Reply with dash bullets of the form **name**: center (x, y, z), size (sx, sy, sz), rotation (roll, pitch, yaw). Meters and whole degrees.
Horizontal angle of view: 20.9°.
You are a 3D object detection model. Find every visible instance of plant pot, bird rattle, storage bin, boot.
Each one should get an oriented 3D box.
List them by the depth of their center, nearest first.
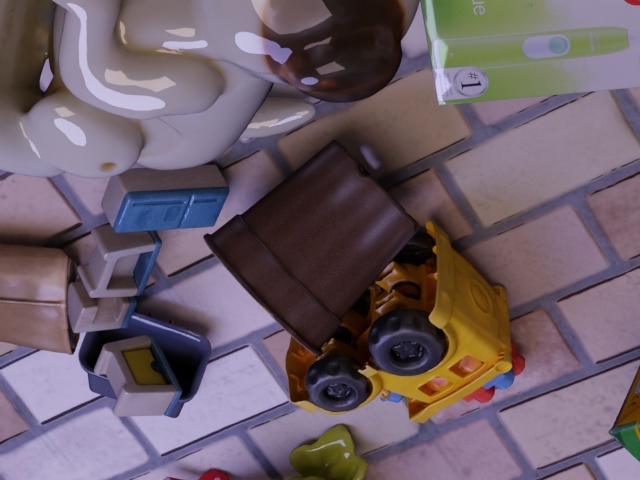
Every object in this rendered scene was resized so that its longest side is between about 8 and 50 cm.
- **plant pot**: center (0.000, 0.000, 1.725), size (0.165, 0.167, 0.167), rotation (-43, 107, 2)
- **boot**: center (-0.397, 0.010, 1.873), size (0.270, 0.089, 0.236), rotation (7, 133, 7)
- **storage bin**: center (-0.194, 0.136, 1.911), size (0.135, 0.098, 0.091), rotation (18, 151, -1)
- **bird rattle**: center (-0.068, 0.300, 1.925), size (0.254, 0.207, 0.143), rotation (-7, 102, 5)

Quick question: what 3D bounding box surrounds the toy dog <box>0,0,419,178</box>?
- **toy dog**: center (-0.095, -0.191, 1.519), size (0.395, 0.284, 0.408), rotation (35, 146, -31)

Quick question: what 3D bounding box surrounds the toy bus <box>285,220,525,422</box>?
- **toy bus**: center (0.103, 0.117, 1.815), size (0.211, 0.149, 0.220), rotation (35, 125, -30)

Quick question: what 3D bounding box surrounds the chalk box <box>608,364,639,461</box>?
- **chalk box**: center (0.469, 0.198, 1.726), size (0.289, 0.180, 0.179), rotation (41, 146, -14)

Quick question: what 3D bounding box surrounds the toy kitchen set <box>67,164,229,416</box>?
- **toy kitchen set**: center (-0.158, 0.053, 1.786), size (0.122, 0.166, 0.207), rotation (-5, 139, -33)

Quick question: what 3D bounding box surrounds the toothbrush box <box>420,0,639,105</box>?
- **toothbrush box**: center (0.233, -0.249, 1.562), size (0.283, 0.122, 0.206), rotation (-4, 121, 12)
